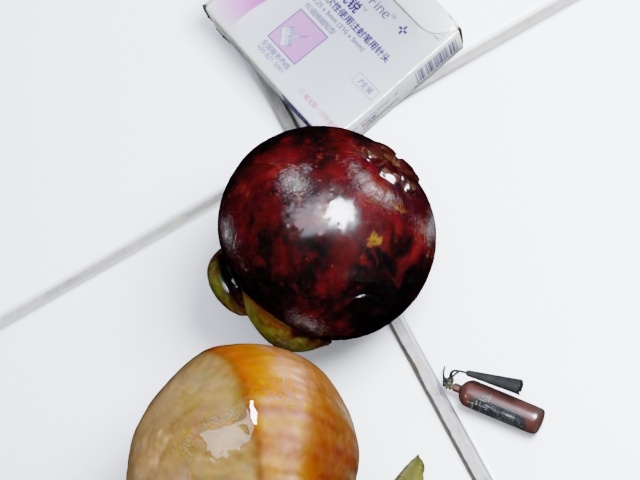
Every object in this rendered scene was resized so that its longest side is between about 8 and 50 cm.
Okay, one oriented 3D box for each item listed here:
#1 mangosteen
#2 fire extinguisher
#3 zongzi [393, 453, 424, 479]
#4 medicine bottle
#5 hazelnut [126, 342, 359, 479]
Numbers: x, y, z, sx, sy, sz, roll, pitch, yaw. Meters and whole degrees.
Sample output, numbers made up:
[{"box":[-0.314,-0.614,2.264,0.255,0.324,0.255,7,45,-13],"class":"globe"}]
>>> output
[{"box":[0.000,0.000,1.458,0.210,0.210,0.209,-4,71,13],"class":"mangosteen"},{"box":[0.145,0.131,1.454,0.100,0.046,0.032,22,66,19],"class":"fire extinguisher"},{"box":[0.073,0.293,1.420,0.078,0.176,0.160,-19,103,43],"class":"zongzi"},{"box":[0.013,-0.204,1.599,0.171,0.052,0.201,-40,69,-1],"class":"medicine bottle"},{"box":[-0.062,0.188,1.415,0.214,0.214,0.176,-46,37,-3],"class":"hazelnut"}]
